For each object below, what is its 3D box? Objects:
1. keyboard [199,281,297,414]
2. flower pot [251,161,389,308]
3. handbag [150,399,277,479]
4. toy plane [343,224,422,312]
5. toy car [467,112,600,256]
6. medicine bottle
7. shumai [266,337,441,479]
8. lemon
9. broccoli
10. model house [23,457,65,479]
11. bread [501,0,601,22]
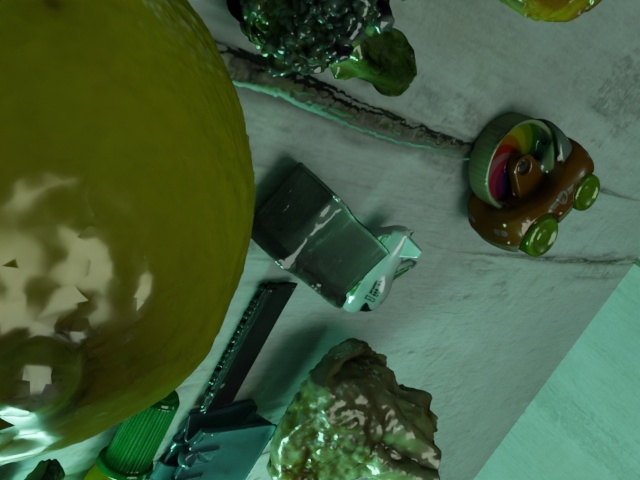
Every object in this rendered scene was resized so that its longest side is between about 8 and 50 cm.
[{"bbox_3d":[-0.106,0.151,1.032,0.072,0.023,0.231,-6,130,-57],"label":"keyboard"},{"bbox_3d":[0.000,0.000,0.919,0.108,0.103,0.229,-48,149,1],"label":"flower pot"},{"bbox_3d":[-0.187,0.352,1.119,0.179,0.062,0.229,6,120,-49],"label":"handbag"},{"bbox_3d":[0.083,0.045,1.087,0.174,0.080,0.174,-31,154,-17],"label":"toy plane"},{"bbox_3d":[0.332,-0.114,1.191,0.235,0.145,0.235,-17,122,-29],"label":"toy car"},{"bbox_3d":[-0.269,0.318,0.961,0.111,0.076,0.309,3,123,-55],"label":"medicine bottle"},{"bbox_3d":[0.077,0.320,1.157,0.267,0.262,0.314,-52,162,-27],"label":"shumai"},{"bbox_3d":[-0.197,-0.025,0.431,0.364,0.364,0.364,-31,145,-26],"label":"lemon"},{"bbox_3d":[0.039,-0.209,0.734,0.165,0.145,0.304,-50,161,11],"label":"broccoli"},{"bbox_3d":[-0.319,0.394,0.807,0.214,0.189,0.195,-43,-167,-6],"label":"model house"},{"bbox_3d":[0.298,-0.385,0.816,0.204,0.156,0.288,17,112,-53],"label":"bread"}]
